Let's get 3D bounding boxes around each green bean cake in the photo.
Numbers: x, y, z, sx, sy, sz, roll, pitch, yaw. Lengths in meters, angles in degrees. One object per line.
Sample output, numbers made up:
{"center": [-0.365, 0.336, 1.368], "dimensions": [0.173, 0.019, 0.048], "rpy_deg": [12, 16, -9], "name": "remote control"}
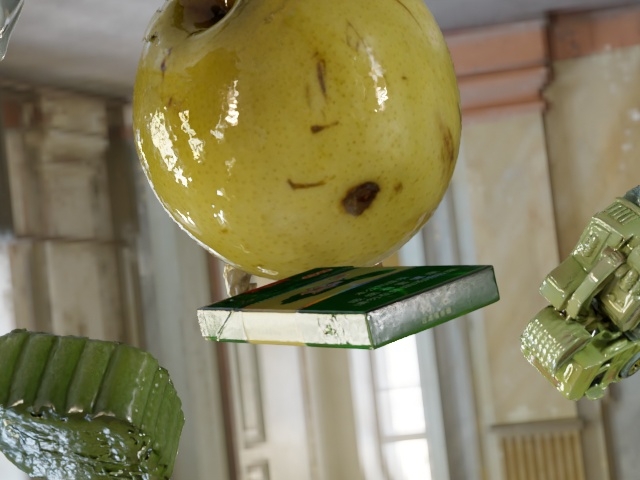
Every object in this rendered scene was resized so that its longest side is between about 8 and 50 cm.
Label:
{"center": [-0.266, 0.191, 1.710], "dimensions": [0.214, 0.113, 0.200], "rpy_deg": [8, 148, 12], "name": "green bean cake"}

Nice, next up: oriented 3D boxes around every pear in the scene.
{"center": [-0.026, -0.134, 1.554], "dimensions": [0.348, 0.348, 0.348], "rpy_deg": [-6, 176, 0], "name": "pear"}

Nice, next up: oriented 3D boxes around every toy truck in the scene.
{"center": [0.223, 0.049, 1.221], "dimensions": [0.116, 0.085, 0.191], "rpy_deg": [-24, 150, -34], "name": "toy truck"}

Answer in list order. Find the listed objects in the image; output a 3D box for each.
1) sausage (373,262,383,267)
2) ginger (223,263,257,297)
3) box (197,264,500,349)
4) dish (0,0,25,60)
{"center": [0.013, -0.082, 2.191], "dimensions": [0.112, 0.328, 0.112], "rpy_deg": [-24, -174, 3], "name": "sausage"}
{"center": [-0.001, -0.008, 1.899], "dimensions": [0.259, 0.065, 0.149], "rpy_deg": [-24, 151, -18], "name": "ginger"}
{"center": [0.017, 0.051, 1.226], "dimensions": [0.132, 0.034, 0.235], "rpy_deg": [-19, -171, -34], "name": "box"}
{"center": [-0.299, -0.267, 1.299], "dimensions": [0.081, 0.229, 0.229], "rpy_deg": [-33, -176, -16], "name": "dish"}
